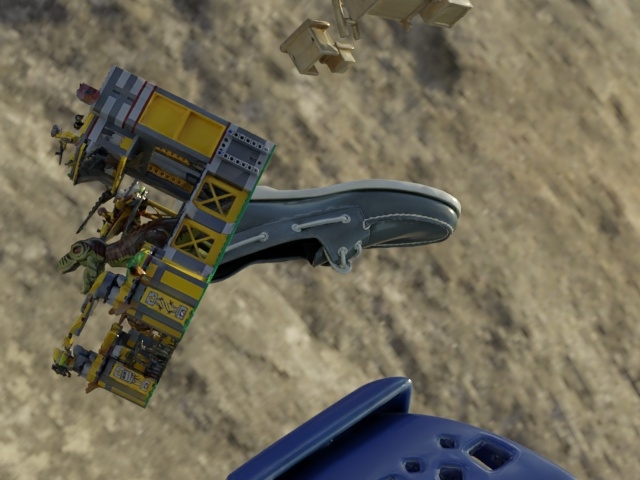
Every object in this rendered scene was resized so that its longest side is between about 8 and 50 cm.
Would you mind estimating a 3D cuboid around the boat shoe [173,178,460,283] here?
[{"bbox_3d":[0.000,0.000,1.664,0.319,0.116,0.099,-1,63,-9],"label":"boat shoe"}]

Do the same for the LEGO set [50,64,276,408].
[{"bbox_3d":[-0.189,-0.004,1.408,0.192,0.331,0.255,26,72,-3],"label":"LEGO set"}]

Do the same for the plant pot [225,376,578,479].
[{"bbox_3d":[0.044,0.263,1.220,0.236,0.236,0.212,-29,52,-36],"label":"plant pot"}]

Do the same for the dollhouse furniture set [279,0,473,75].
[{"bbox_3d":[0.055,-0.276,1.812,0.182,0.161,0.101,0,55,-52],"label":"dollhouse furniture set"}]
